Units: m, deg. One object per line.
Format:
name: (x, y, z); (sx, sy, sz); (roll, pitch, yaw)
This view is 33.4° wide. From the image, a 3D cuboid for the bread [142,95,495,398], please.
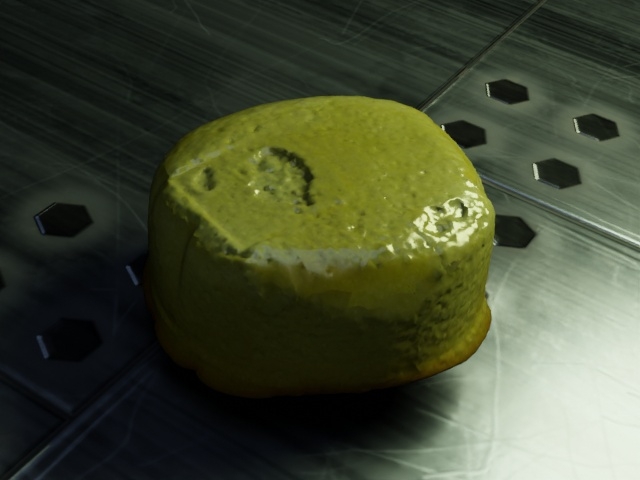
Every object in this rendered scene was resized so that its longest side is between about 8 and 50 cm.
bread: (0.000, 0.000, 0.792); (0.269, 0.148, 0.270); (2, 37, -1)
